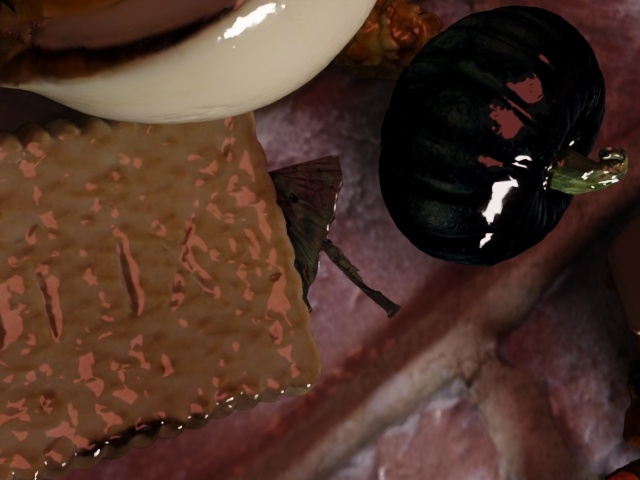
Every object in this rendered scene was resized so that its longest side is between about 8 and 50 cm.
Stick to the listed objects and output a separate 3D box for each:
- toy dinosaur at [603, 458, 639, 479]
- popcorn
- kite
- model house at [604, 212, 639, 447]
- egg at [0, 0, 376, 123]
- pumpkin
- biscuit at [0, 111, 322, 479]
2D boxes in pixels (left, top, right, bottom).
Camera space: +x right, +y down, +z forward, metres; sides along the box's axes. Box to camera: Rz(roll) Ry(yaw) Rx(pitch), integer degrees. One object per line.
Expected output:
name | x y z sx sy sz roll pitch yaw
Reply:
toy dinosaur | 0.262 0.305 0.980 0.207 0.113 0.327 8 99 -17
popcorn | 0.049 -0.147 0.971 0.082 0.083 0.057 29 61 -55
kite | 0.000 0.000 0.888 0.011 0.139 0.157 -24 54 -33
model house | 0.332 0.080 1.076 0.220 0.199 0.229 -12 116 2
egg | -0.069 -0.151 0.807 0.286 0.264 0.174 -64 146 -38
pumpkin | 0.121 -0.071 0.951 0.194 0.194 0.150 3 38 -34
biscuit | -0.152 0.032 0.815 0.325 0.044 0.217 -17 91 -36
